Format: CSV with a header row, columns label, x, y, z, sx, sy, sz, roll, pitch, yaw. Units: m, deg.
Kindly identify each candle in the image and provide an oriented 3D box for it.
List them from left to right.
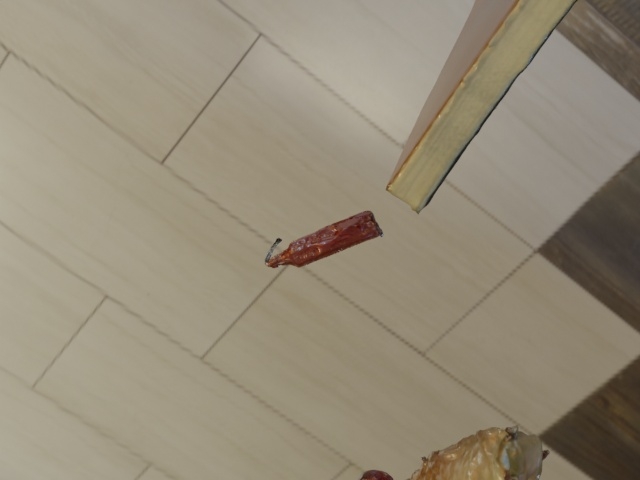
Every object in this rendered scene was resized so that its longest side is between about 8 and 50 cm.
label,x,y,z,sx,sy,sz,roll,pitch,yaw
candle,0.000,0.000,1.241,0.162,0.053,0.048,-21,85,5

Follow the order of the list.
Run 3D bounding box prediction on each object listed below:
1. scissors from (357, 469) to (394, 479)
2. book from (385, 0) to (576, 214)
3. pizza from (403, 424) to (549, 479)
label,x,y,z,sx,sy,sz,roll,pitch,yaw
scissors,0.087,0.344,1.026,0.144,0.017,0.248,25,136,12
book,0.150,-0.208,0.498,0.028,0.374,0.263,31,134,-2
pizza,0.067,0.186,0.459,0.069,0.147,0.226,9,93,-13
